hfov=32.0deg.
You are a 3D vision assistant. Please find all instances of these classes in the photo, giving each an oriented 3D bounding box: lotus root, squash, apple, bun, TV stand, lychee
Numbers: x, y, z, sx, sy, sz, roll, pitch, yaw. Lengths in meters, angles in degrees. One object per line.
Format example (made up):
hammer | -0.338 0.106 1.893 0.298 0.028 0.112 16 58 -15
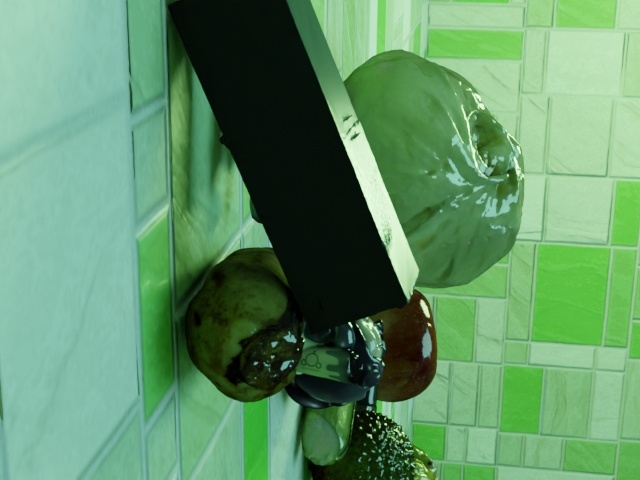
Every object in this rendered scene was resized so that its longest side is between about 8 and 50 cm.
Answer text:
lotus root | -0.058 0.065 0.930 0.258 0.097 0.110 -73 166 -81
squash | 0.015 0.212 1.533 0.238 0.069 0.069 -80 169 -48
apple | 0.119 0.180 1.925 0.201 0.162 0.201 -7 90 -86
bun | 0.158 -0.096 1.556 0.361 0.213 0.360 1 89 -43
TV stand | -0.014 -0.071 0.845 0.083 0.088 0.269 -60 128 -71
lychee | 0.063 0.312 1.578 0.171 0.171 0.171 3 90 -81

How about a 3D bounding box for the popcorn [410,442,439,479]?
popcorn | 0.111 0.414 1.887 0.187 0.186 0.167 76 35 -89

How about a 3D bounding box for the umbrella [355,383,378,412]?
umbrella | 0.043 0.357 1.714 0.090 0.094 0.325 16 75 -36

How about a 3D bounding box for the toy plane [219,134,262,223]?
toy plane | -0.050 -0.137 0.962 0.246 0.078 0.169 75 19 -44

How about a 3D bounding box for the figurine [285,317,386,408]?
figurine | 0.011 0.137 1.321 0.222 0.145 0.145 44 50 -66
